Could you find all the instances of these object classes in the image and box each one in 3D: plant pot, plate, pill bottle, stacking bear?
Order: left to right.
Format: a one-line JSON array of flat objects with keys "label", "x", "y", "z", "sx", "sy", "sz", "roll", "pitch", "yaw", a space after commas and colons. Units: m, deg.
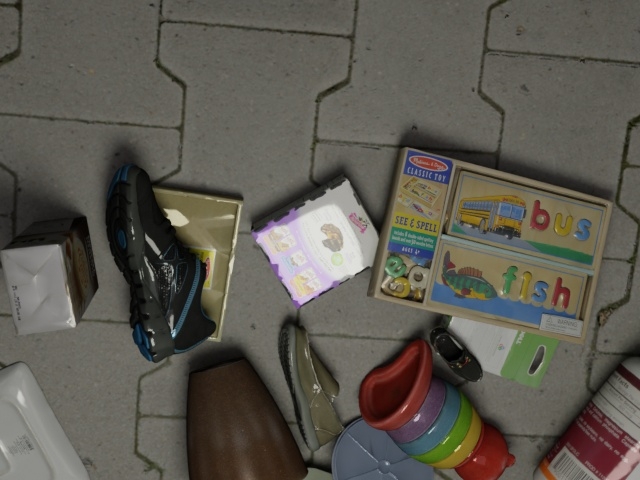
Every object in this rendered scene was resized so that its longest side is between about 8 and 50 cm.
[{"label": "plate", "x": -0.610, "y": 0.401, "z": 1.716, "sx": 0.278, "sy": 0.045, "sz": 0.277, "roll": -25, "pitch": 102, "yaw": 1}, {"label": "plant pot", "x": -0.154, "y": 0.334, "z": 1.668, "sx": 0.215, "sy": 0.215, "sz": 0.231, "roll": -15, "pitch": 89, "yaw": -1}, {"label": "stacking bear", "x": 0.231, "y": 0.346, "z": 1.709, "sx": 0.289, "sy": 0.164, "sz": 0.175, "roll": 38, "pitch": 121, "yaw": -21}, {"label": "pill bottle", "x": 0.592, "y": 0.356, "z": 1.701, "sx": 0.224, "sy": 0.224, "sz": 0.392, "roll": 35, "pitch": 98, "yaw": -10}]

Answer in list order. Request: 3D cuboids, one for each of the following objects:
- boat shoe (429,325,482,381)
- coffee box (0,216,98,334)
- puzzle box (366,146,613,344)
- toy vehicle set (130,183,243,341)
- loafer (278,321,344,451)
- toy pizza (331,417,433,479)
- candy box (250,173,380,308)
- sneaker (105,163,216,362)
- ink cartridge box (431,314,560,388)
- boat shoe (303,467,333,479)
[{"label": "boat shoe", "x": 0.247, "y": 0.211, "z": 1.675, "sx": 0.049, "sy": 0.042, "sz": 0.133, "roll": -41, "pitch": 104, "yaw": 5}, {"label": "coffee box", "x": -0.446, "y": 0.051, "z": 1.549, "sx": 0.098, "sy": 0.246, "sz": 0.141, "roll": -7, "pitch": 103, "yaw": -4}, {"label": "puzzle box", "x": 0.306, "y": 0.012, "z": 1.649, "sx": 0.408, "sy": 0.052, "sz": 0.272, "roll": 12, "pitch": 87, "yaw": -11}, {"label": "toy vehicle set", "x": -0.241, "y": 0.042, "z": 1.670, "sx": 0.165, "sy": 0.035, "sz": 0.267, "roll": 9, "pitch": 101, "yaw": -6}, {"label": "loafer", "x": -0.014, "y": 0.263, "z": 1.715, "sx": 0.087, "sy": 0.094, "sz": 0.251, "roll": -16, "pitch": 108, "yaw": -13}, {"label": "toy pizza", "x": 0.115, "y": 0.427, "z": 1.739, "sx": 0.201, "sy": 0.032, "sz": 0.201, "roll": 7, "pitch": 65, "yaw": -14}, {"label": "candy box", "x": 0.000, "y": 0.000, "z": 1.661, "sx": 0.196, "sy": 0.070, "sz": 0.165, "roll": -29, "pitch": 102, "yaw": 3}, {"label": "sneaker", "x": -0.278, "y": 0.031, "z": 1.605, "sx": 0.139, "sy": 0.125, "sz": 0.341, "roll": -15, "pitch": 101, "yaw": -28}, {"label": "ink cartridge box", "x": 0.324, "y": 0.187, "z": 1.727, "sx": 0.209, "sy": 0.062, "sz": 0.109, "roll": 20, "pitch": 101, "yaw": -7}, {"label": "boat shoe", "x": 0.024, "y": 0.480, "z": 1.757, "sx": 0.227, "sy": 0.081, "sz": 0.079, "roll": 5, "pitch": 64, "yaw": -11}]
